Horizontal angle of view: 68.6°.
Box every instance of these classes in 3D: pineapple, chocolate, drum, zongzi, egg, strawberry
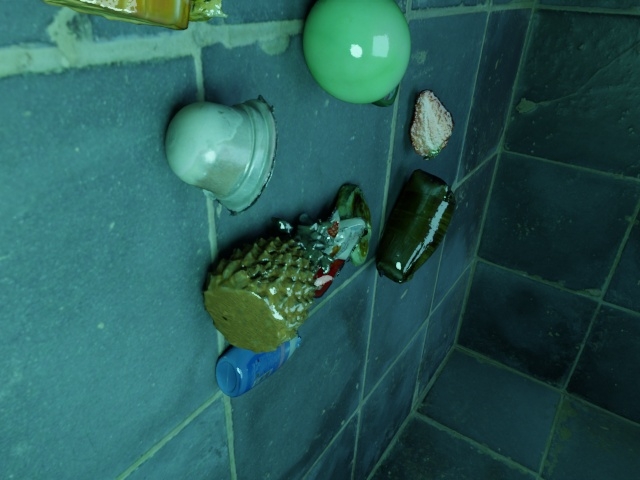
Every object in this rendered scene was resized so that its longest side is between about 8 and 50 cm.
[{"bbox_3d":[-0.086,0.060,1.034,0.357,0.222,0.223,-53,149,-44],"label":"pineapple"},{"bbox_3d":[-0.182,-0.153,0.780,0.147,0.221,0.222,10,100,-33],"label":"chocolate"},{"bbox_3d":[0.011,-0.015,1.293,0.130,0.049,0.253,-53,147,-28],"label":"drum"},{"bbox_3d":[0.362,-0.021,1.783,0.404,0.207,0.432,-64,164,0],"label":"zongzi"},{"bbox_3d":[0.079,-0.402,0.981,0.269,0.220,0.221,12,97,-63],"label":"egg"},{"bbox_3d":[0.368,-0.404,1.624,0.175,0.107,0.236,-3,115,-20],"label":"strawberry"}]

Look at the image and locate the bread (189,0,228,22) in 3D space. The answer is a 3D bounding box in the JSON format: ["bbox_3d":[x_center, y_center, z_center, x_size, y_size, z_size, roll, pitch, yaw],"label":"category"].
[{"bbox_3d":[-0.194,-0.398,0.679,0.152,0.127,0.147,-88,177,-59],"label":"bread"}]

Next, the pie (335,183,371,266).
[{"bbox_3d":[0.098,-0.045,1.356,0.240,0.054,0.241,-4,90,-68],"label":"pie"}]

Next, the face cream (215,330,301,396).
[{"bbox_3d":[-0.143,0.283,1.180,0.264,0.083,0.149,-22,127,-54],"label":"face cream"}]

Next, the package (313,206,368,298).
[{"bbox_3d":[0.004,0.037,1.222,0.194,0.071,0.269,21,115,-35],"label":"package"}]

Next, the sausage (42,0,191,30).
[{"bbox_3d":[-0.230,-0.379,0.457,0.233,0.233,0.287,-15,122,-57],"label":"sausage"}]

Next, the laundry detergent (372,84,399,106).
[{"bbox_3d":[0.143,-0.440,1.241,0.210,0.062,0.137,6,101,-59],"label":"laundry detergent"}]
